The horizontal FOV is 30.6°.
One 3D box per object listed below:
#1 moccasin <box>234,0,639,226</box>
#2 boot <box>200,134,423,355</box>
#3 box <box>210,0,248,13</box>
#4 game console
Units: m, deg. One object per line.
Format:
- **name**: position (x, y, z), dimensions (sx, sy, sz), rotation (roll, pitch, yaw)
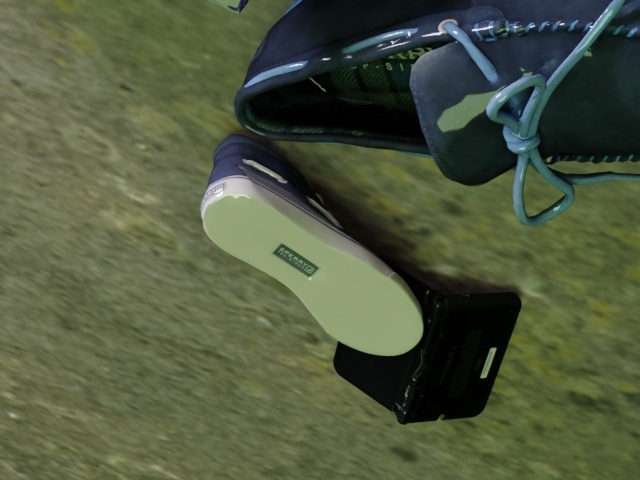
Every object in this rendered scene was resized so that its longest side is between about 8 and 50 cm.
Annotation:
- **moccasin**: position (0.095, -0.074, 0.654), dimensions (0.342, 0.117, 0.138), rotation (5, 136, 44)
- **boot**: position (0.000, 0.000, 0.824), dimensions (0.190, 0.086, 0.069), rotation (40, 118, -23)
- **box**: position (-0.043, -0.218, 0.658), dimensions (0.072, 0.137, 0.126), rotation (22, 124, -2)
- **game console**: position (0.079, 0.072, 0.887), dimensions (0.107, 0.071, 0.122), rotation (-2, 127, -20)
